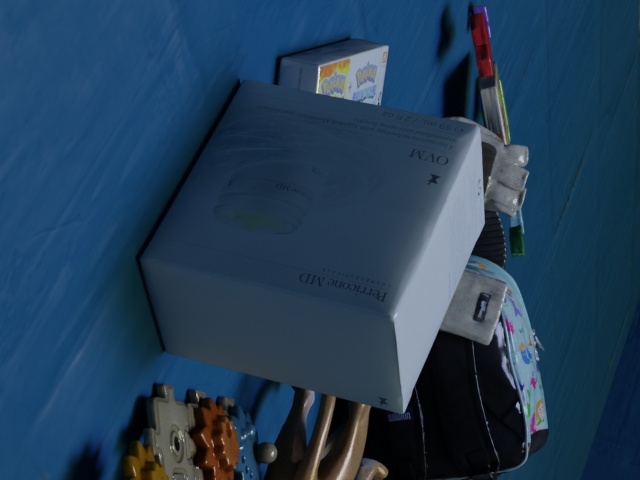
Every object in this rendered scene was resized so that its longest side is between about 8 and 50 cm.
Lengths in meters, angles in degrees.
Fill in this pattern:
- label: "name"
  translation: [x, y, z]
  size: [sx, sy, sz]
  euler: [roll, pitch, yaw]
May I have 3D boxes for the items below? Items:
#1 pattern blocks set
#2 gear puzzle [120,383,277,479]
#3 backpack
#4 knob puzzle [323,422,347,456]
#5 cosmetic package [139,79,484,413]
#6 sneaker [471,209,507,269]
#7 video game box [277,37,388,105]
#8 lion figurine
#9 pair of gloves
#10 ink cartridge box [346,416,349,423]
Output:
- label: "pattern blocks set"
  translation: [0.229, -0.143, 2.123]
  size: [0.285, 0.026, 0.325]
  euler: [-57, 137, -76]
- label: "gear puzzle"
  translation: [-0.100, 0.212, 1.426]
  size: [0.339, 0.044, 0.175]
  euler: [30, 51, -71]
- label: "backpack"
  translation: [0.142, 0.141, 1.882]
  size: [0.191, 0.225, 0.253]
  euler: [-29, 106, -66]
- label: "knob puzzle"
  translation: [0.013, 0.310, 1.915]
  size: [0.213, 0.030, 0.213]
  euler: [-11, 104, -55]
- label: "cosmetic package"
  translation: [0.000, 0.000, 1.395]
  size: [0.138, 0.224, 0.225]
  euler: [80, 28, -49]
- label: "sneaker"
  translation: [0.188, 0.038, 2.175]
  size: [0.146, 0.122, 0.330]
  euler: [-84, 171, -50]
- label: "video game box"
  translation: [0.005, -0.099, 1.628]
  size: [0.205, 0.048, 0.187]
  euler: [-31, 129, -65]
- label: "lion figurine"
  translation: [-0.012, 0.283, 1.679]
  size: [0.392, 0.142, 0.240]
  euler: [77, 29, -49]
- label: "pair of gloves"
  translation: [0.114, -0.019, 1.774]
  size: [0.042, 0.204, 0.240]
  euler: [-144, -116, -85]
- label: "ink cartridge box"
  translation: [0.092, 0.256, 2.095]
  size: [0.235, 0.056, 0.171]
  euler: [-41, 139, -58]
